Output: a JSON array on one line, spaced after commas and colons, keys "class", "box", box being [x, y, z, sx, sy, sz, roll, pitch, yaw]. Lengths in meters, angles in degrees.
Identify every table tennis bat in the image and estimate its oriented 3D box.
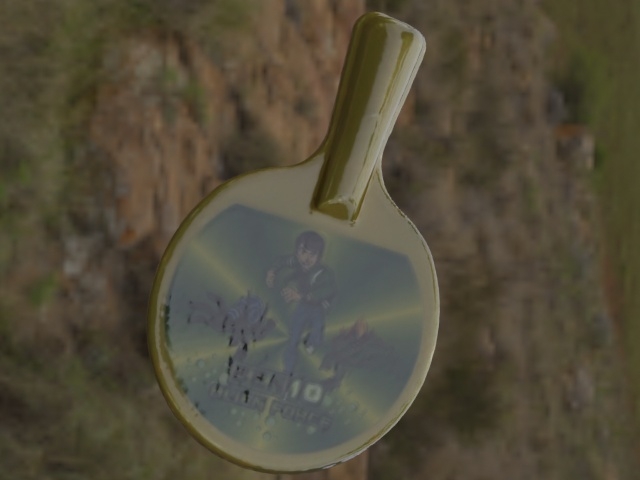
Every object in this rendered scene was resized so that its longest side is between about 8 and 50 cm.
[{"class": "table tennis bat", "box": [0.000, 0.000, 1.151, 0.050, 0.198, 0.321, 177, -68, -75]}]
